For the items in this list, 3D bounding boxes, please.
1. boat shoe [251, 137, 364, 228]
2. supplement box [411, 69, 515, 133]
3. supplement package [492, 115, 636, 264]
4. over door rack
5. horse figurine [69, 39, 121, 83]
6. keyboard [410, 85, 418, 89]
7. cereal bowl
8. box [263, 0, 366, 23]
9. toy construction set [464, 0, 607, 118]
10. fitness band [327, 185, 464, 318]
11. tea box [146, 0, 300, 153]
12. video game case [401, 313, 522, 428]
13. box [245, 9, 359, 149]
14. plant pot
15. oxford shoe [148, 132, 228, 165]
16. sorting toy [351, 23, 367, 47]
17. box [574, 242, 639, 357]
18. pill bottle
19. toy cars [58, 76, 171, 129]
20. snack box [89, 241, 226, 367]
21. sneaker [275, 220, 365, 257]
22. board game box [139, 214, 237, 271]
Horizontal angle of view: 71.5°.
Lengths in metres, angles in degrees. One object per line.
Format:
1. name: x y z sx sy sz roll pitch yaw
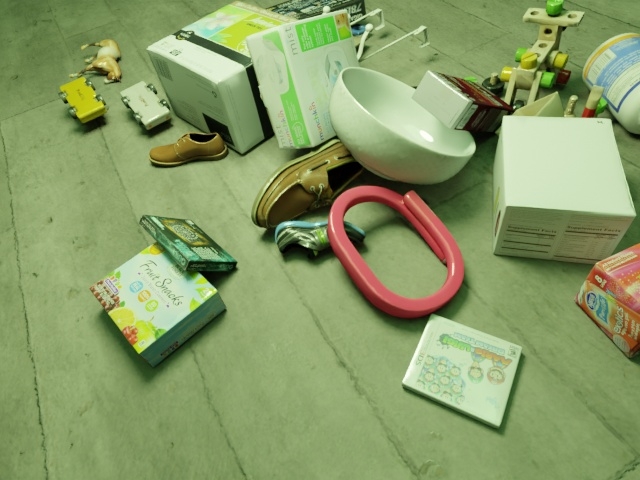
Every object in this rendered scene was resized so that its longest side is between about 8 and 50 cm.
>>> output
1. boat shoe: -0.018 -0.126 0.988 0.105 0.110 0.307 30 61 30
2. supplement box: 0.335 -0.315 1.025 0.240 0.073 0.130 -11 51 -45
3. supplement package: 0.454 -0.106 0.874 0.204 0.145 0.261 6 52 14
4. over door rack: 0.114 -0.605 1.279 0.325 0.108 0.239 -24 47 -19
5. horse figurine: -0.766 -0.637 1.557 0.175 0.066 0.263 -10 52 8
6. keyboard: 0.245 -0.389 1.218 0.180 0.023 0.108 -2 45 9
7. cereal bowl: 0.162 -0.235 0.987 0.339 0.141 0.338 20 36 -16
8. box: -0.042 -0.768 1.510 0.296 0.073 0.293 -25 39 -13
9. toy construction set: 0.544 -0.412 1.047 0.258 0.237 0.308 -26 52 -12
10. fitness band: 0.139 0.011 0.854 0.209 0.054 0.290 -28 67 -19
11. tea box: -0.222 -0.460 1.222 0.329 0.219 0.324 33 62 31
12. video game case: 0.234 0.208 0.734 0.157 0.019 0.143 19 57 22
13. box: -0.022 -0.378 1.054 0.127 0.261 0.231 7 32 43
14. plant pot: 0.486 -0.248 1.001 0.109 0.096 0.109 -42 12 -24
15. oxford shoe: -0.356 -0.249 1.168 0.213 0.076 0.076 -8 52 5
16. sorting toy: 0.025 -0.606 1.405 0.196 0.047 0.347 20 49 25
17. box: 0.579 0.067 0.726 0.257 0.122 0.128 -22 50 -8
18. pill bottle: 0.738 -0.341 1.013 0.153 0.152 0.271 -10 51 1
19. toy cars: -0.605 -0.394 1.324 0.394 0.087 0.176 8 58 11
20. snack box: -0.318 0.112 0.870 0.175 0.070 0.207 -39 57 -22
21. sneaker: 0.000 0.000 0.923 0.188 0.067 0.078 -2 72 5
22. board game box: -0.276 0.005 0.926 0.186 0.126 0.026 36 108 32
